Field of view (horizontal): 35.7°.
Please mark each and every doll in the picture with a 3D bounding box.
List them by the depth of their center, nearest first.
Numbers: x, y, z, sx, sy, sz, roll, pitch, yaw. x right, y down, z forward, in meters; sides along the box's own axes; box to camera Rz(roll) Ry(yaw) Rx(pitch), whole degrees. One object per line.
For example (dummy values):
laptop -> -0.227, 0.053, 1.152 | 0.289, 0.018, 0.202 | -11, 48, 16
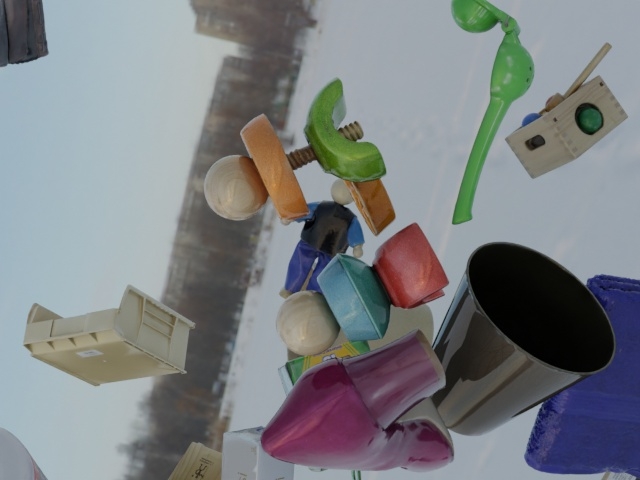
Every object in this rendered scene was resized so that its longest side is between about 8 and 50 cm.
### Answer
doll -> 0.000, 0.000, 1.366 | 0.046, 0.129, 0.189 | -20, -43, -66

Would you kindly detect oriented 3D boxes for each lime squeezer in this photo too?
lime squeezer -> 0.133, -0.179, 0.912 | 0.058, 0.110, 0.311 | -7, -101, -54

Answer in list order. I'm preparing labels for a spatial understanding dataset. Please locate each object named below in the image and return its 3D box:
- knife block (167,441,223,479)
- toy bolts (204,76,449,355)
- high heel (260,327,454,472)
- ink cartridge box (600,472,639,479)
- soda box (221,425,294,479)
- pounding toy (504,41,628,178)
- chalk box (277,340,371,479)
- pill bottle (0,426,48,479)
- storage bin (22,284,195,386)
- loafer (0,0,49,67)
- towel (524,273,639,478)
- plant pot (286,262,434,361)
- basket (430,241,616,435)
knife block -> -0.181, 0.422, 1.383 | 0.242, 0.088, 0.276 | -58, -38, -25
toy bolts -> 0.002, 0.000, 0.951 | 0.229, 0.158, 0.218 | 62, 179, 17
high heel -> 0.040, 0.202, 1.065 | 0.127, 0.181, 0.377 | 60, 174, 28
ink cartridge box -> 0.675, 0.441, 1.908 | 0.193, 0.088, 0.235 | 36, 100, 50
soda box -> -0.085, 0.359, 1.301 | 0.073, 0.069, 0.216 | 6, 95, 45
pounding toy -> 0.338, -0.173, 1.345 | 0.130, 0.100, 0.141 | -37, 2, -22
chalk box -> 0.034, 0.268, 1.486 | 0.132, 0.132, 0.213 | 126, 126, -76
pill bottle -> -0.408, 0.357, 1.256 | 0.283, 0.161, 0.161 | 87, -169, -57
storage bin -> -0.459, 0.208, 2.156 | 0.260, 0.262, 0.123 | 42, -136, -51
loafer -> -0.434, -0.381, 1.446 | 0.109, 0.095, 0.303 | 65, 148, 31
towel -> 0.414, 0.186, 1.324 | 0.076, 0.227, 0.308 | -95, 14, -58
plant pot -> 0.090, 0.187, 2.103 | 0.256, 0.273, 0.257 | -173, 90, -76
basket -> 0.224, 0.140, 1.255 | 0.154, 0.204, 0.227 | -44, -11, -40
